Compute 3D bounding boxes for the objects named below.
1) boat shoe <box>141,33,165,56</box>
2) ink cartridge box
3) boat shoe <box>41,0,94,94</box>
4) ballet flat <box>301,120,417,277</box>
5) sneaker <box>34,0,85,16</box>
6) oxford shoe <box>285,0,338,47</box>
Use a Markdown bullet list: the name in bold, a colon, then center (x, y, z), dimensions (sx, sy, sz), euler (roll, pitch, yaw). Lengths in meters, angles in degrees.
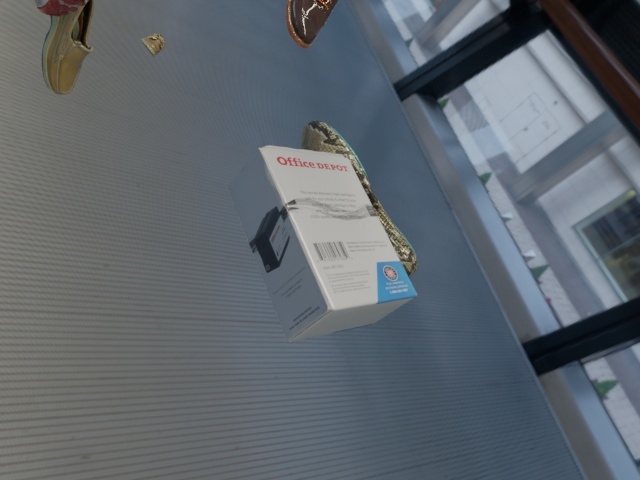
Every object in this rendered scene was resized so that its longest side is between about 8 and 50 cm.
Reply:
- **boat shoe**: center (-0.414, -0.495, 1.278), dimensions (0.050, 0.045, 0.135), euler (54, 5, -32)
- **ink cartridge box**: center (0.000, 0.000, 0.903), dimensions (0.223, 0.129, 0.307), euler (-2, 60, -44)
- **boat shoe**: center (-0.440, -0.344, 0.905), dimensions (0.072, 0.189, 0.068), euler (24, 27, 8)
- **ballet flat**: center (0.068, -0.076, 1.288), dimensions (0.182, 0.164, 0.482), euler (-37, 96, -39)
- **sneaker**: center (-0.368, -0.439, 0.750), dimensions (0.093, 0.225, 0.088), euler (22, 1, -8)
- **oxford shoe**: center (-0.005, -0.560, 1.176), dimensions (0.097, 0.098, 0.271), euler (32, 60, -32)
